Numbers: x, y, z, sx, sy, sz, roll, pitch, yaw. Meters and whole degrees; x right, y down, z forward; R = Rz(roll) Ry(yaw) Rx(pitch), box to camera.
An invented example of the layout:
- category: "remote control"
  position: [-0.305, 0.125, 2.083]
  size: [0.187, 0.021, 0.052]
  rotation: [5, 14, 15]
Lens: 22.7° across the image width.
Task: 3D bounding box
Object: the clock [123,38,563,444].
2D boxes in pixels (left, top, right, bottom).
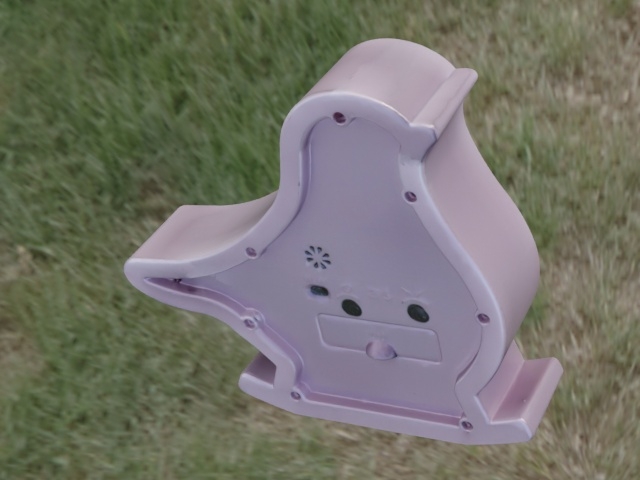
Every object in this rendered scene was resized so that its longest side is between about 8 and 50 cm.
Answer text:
- category: "clock"
  position: [0.000, 0.000, 1.076]
  size: [0.290, 0.275, 0.080]
  rotation: [4, 36, 29]
